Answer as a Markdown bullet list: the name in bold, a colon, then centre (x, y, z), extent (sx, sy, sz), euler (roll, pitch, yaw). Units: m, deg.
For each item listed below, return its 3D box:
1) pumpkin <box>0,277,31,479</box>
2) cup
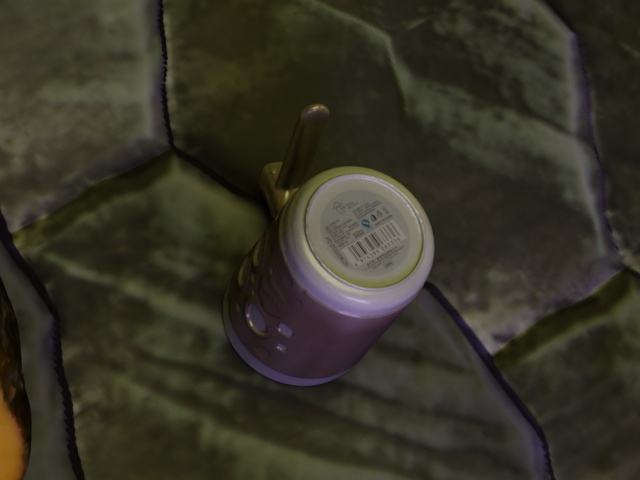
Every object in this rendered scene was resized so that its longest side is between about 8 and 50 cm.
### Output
- **pumpkin**: centre (-0.269, 0.071, 0.650), extent (0.317, 0.221, 0.139), euler (-8, 41, -24)
- **cup**: centre (0.007, 0.003, 0.831), extent (0.074, 0.099, 0.102), euler (19, 61, -12)
